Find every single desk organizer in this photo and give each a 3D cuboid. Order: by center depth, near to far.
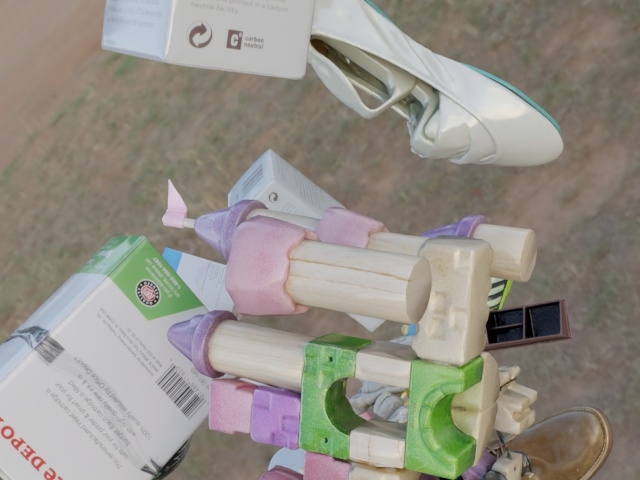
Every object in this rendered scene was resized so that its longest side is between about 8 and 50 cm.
[{"bbox_3d":[0.212,0.097,1.262,0.130,0.050,0.047,-11,78,21],"label":"desk organizer"}]

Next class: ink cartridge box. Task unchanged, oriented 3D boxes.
[{"bbox_3d":[-0.191,0.126,0.959,0.219,0.160,0.092,-46,22,-22],"label":"ink cartridge box"},{"bbox_3d":[-0.182,0.089,1.679,0.092,0.143,0.090,111,175,-51],"label":"ink cartridge box"}]

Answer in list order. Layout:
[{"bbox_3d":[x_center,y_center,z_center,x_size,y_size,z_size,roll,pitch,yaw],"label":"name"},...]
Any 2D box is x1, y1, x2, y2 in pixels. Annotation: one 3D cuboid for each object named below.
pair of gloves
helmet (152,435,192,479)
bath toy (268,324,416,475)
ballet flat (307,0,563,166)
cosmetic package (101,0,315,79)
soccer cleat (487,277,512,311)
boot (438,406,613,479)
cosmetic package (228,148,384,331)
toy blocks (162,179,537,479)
[{"bbox_3d":[0.086,0.210,1.360,0.204,0.042,0.240,-31,32,46],"label":"pair of gloves"},{"bbox_3d":[-0.251,0.245,1.499,0.161,0.169,0.169,-33,16,-33],"label":"helmet"},{"bbox_3d":[0.079,0.290,1.689,0.348,0.129,0.151,-43,35,-2],"label":"bath toy"},{"bbox_3d":[0.116,-0.184,1.426,0.139,0.400,0.139,-56,0,0],"label":"ballet flat"},{"bbox_3d":[-0.101,-0.408,1.166,0.230,0.161,0.453,26,110,60],"label":"cosmetic package"},{"bbox_3d":[0.222,0.073,1.531,0.060,0.072,0.179,-173,107,-86],"label":"soccer cleat"},{"bbox_3d":[0.277,0.319,1.592,0.305,0.115,0.112,-35,54,39],"label":"boot"},{"bbox_3d":[0.000,0.000,1.370,0.085,0.231,0.117,-46,19,15],"label":"cosmetic package"},{"bbox_3d":[-0.003,0.107,0.850,0.260,0.289,0.309,8,11,27],"label":"toy blocks"}]
